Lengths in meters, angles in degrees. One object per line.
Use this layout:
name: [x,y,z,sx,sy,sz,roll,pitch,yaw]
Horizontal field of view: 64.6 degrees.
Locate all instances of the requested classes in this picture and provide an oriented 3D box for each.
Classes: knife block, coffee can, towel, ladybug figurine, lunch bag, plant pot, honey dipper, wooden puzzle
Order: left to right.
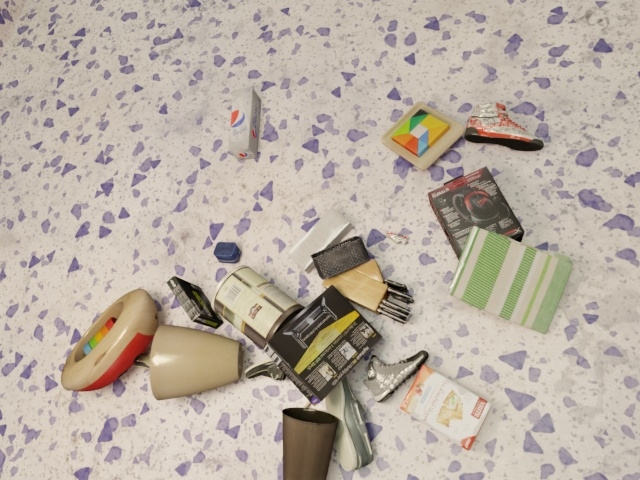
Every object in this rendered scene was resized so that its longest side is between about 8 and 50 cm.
ladybug figurine: [-0.758,0.381,1.855,0.449,0.162,0.305,-46,30,-1]
plant pot: [-0.412,0.415,1.745,0.273,0.256,0.257,-1,70,-1]
lunch bag: [-0.351,0.049,1.932,0.098,0.065,0.067,4,57,19]
coffee can: [-0.211,0.239,1.748,0.275,0.201,0.202,33,83,24]
honey dipper: [-0.042,0.548,1.688,0.030,0.030,0.161,38,81,24]
knife block: [0.168,0.201,1.709,0.275,0.088,0.242,-21,66,8]
wooden puzzle: [0.370,-0.393,1.861,0.221,0.044,0.239,-44,54,-1]
towel: [0.586,0.118,1.573,0.324,0.038,0.248,21,94,5]

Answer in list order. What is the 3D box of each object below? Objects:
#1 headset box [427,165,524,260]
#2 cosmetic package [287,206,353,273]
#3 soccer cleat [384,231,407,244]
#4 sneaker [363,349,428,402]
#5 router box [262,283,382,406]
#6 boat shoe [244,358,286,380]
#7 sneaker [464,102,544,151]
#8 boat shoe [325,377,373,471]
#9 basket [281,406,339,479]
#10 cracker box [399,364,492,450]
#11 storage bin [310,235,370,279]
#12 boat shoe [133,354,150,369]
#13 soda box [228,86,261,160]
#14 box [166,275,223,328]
headset box: [0.508,-0.092,1.696,0.218,0.110,0.293,-25,67,7]
cosmetic package: [0.000,0.000,1.845,0.239,0.060,0.099,-46,63,-2]
soccer cleat: [0.265,-0.005,1.786,0.083,0.029,0.036,14,72,16]
sneaker: [0.228,0.401,1.626,0.228,0.086,0.132,-43,63,0]
router box: [0.010,0.326,1.613,0.243,0.081,0.309,46,59,9]
boat shoe: [-0.149,0.440,1.724,0.233,0.084,0.079,-16,67,8]
sneaker: [0.654,-0.405,1.774,0.270,0.090,0.145,14,79,23]
boat shoe: [0.092,0.562,1.622,0.099,0.116,0.320,4,57,-27]
basket: [-0.044,0.657,1.571,0.204,0.154,0.227,1,83,46]
cracker box: [0.383,0.508,1.550,0.232,0.067,0.156,27,81,22]
storage bin: [0.067,0.058,1.744,0.180,0.122,0.084,-24,96,-5]
boat shoe: [-0.647,0.461,1.890,0.137,0.049,0.043,8,116,17]
soda box: [-0.311,-0.482,2.086,0.091,0.098,0.286,-4,71,15]
box: [-0.452,0.226,1.834,0.045,0.184,0.191,-40,64,-1]
